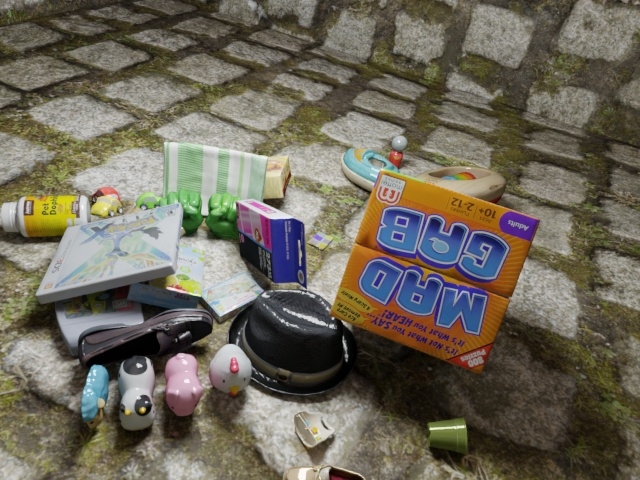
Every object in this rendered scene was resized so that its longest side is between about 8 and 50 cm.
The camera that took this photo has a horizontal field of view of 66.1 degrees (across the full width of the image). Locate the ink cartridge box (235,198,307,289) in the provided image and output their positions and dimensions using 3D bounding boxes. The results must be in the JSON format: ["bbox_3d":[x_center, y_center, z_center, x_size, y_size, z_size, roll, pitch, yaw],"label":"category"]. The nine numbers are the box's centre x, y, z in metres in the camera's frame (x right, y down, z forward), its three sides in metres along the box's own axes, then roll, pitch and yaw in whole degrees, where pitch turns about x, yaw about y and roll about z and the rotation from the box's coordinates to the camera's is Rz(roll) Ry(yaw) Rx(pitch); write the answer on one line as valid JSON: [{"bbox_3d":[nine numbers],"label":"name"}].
[{"bbox_3d":[-0.141,0.001,1.336,0.069,0.176,0.371,-10,18,-27],"label":"ink cartridge box"}]

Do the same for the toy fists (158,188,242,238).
[{"bbox_3d":[-0.358,-0.081,1.520,0.279,0.142,0.096,5,38,-8],"label":"toy fists"}]

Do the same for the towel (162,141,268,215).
[{"bbox_3d":[-0.341,-0.178,1.567,0.324,0.248,0.038,11,28,1],"label":"towel"}]

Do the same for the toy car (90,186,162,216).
[{"bbox_3d":[-0.594,-0.127,1.533,0.225,0.053,0.239,-2,18,-22],"label":"toy car"}]

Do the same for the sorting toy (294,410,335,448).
[{"bbox_3d":[-0.009,0.412,1.079,0.075,0.045,0.083,-10,42,-37],"label":"sorting toy"}]

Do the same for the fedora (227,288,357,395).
[{"bbox_3d":[-0.061,0.216,1.218,0.334,0.152,0.334,8,38,-6],"label":"fedora"}]

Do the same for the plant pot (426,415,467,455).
[{"bbox_3d":[0.281,0.436,1.102,0.079,0.083,0.083,0,38,5],"label":"plant pot"}]

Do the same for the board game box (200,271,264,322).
[{"bbox_3d":[-0.241,0.153,1.350,0.154,0.026,0.103,-25,50,-37],"label":"board game box"}]

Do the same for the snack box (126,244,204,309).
[{"bbox_3d":[-0.406,0.087,1.311,0.174,0.070,0.207,16,29,-20],"label":"snack box"}]

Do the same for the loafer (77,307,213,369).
[{"bbox_3d":[-0.393,0.236,1.130,0.302,0.109,0.095,-8,28,-19],"label":"loafer"}]

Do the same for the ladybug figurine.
[{"bbox_3d":[0.498,-0.168,1.808,0.449,0.162,0.305,-16,25,-39],"label":"ladybug figurine"}]

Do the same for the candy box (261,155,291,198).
[{"bbox_3d":[-0.270,-0.209,1.668,0.316,0.088,0.183,-3,29,9],"label":"candy box"}]

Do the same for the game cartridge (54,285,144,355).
[{"bbox_3d":[-0.562,0.153,1.246,0.196,0.060,0.294,-11,43,-21],"label":"game cartridge"}]

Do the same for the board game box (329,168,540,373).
[{"bbox_3d":[0.272,0.057,1.237,0.356,0.356,0.356,19,6,10],"label":"board game box"}]

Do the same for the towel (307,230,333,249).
[{"bbox_3d":[0.000,0.000,1.621,0.060,0.009,0.083,26,40,19],"label":"towel"}]

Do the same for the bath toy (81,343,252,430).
[{"bbox_3d":[-0.313,0.309,1.051,0.348,0.129,0.151,-7,77,-19],"label":"bath toy"}]

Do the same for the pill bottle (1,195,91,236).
[{"bbox_3d":[-0.783,-0.070,1.412,0.215,0.117,0.117,-4,40,-19],"label":"pill bottle"}]

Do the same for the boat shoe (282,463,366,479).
[{"bbox_3d":[0.011,0.476,0.985,0.170,0.059,0.063,9,38,-4],"label":"boat shoe"}]

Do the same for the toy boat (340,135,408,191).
[{"bbox_3d":[0.236,-0.321,1.976,0.267,0.148,0.318,35,44,27],"label":"toy boat"}]

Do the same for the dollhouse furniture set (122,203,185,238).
[{"bbox_3d":[-0.507,0.013,1.433,0.182,0.101,0.161,25,64,16],"label":"dollhouse furniture set"}]

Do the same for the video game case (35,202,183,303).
[{"bbox_3d":[-0.530,0.021,1.279,0.329,0.036,0.300,-13,36,-3],"label":"video game case"}]
